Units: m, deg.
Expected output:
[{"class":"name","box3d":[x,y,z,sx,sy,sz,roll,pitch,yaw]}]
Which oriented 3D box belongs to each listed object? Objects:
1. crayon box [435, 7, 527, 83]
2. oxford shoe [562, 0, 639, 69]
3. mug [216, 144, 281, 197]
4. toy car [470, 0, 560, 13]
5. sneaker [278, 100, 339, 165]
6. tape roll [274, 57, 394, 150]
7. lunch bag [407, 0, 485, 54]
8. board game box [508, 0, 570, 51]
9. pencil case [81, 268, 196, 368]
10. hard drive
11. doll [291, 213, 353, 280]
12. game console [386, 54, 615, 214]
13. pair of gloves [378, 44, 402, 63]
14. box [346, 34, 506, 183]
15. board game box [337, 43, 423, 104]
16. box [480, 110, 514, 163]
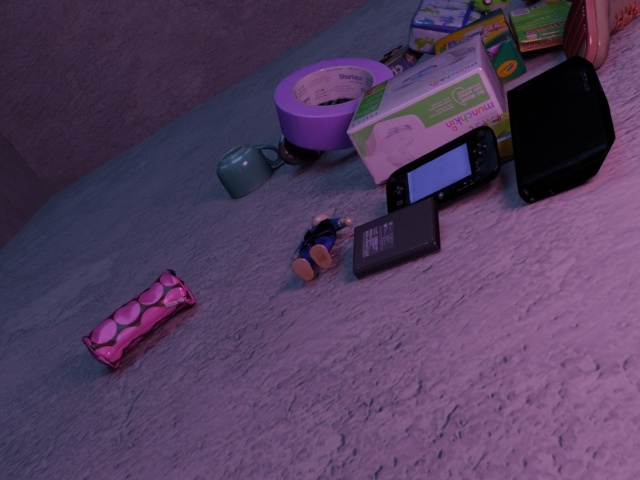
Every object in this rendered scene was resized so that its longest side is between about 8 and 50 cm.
[{"class":"crayon box","box3d":[0.336,-0.397,1.472,0.165,0.081,0.278,-24,24,21]},{"class":"oxford shoe","box3d":[0.519,-0.426,1.237,0.130,0.123,0.348,14,56,5]},{"class":"mug","box3d":[-0.191,-0.192,1.749,0.129,0.097,0.158,-3,37,52]},{"class":"toy car","box3d":[0.475,-0.589,1.664,0.225,0.053,0.239,-16,22,-3]},{"class":"sneaker","box3d":[-0.055,-0.251,1.721,0.162,0.106,0.281,-37,17,45]},{"class":"tape roll","box3d":[0.036,-0.317,1.567,0.275,0.090,0.275,-7,39,6]},{"class":"lunch bag","box3d":[0.319,-0.533,1.697,0.176,0.090,0.219,14,39,13]},{"class":"board game box","box3d":[0.464,-0.444,1.416,0.124,0.039,0.259,-8,26,14]},{"class":"pencil case","box3d":[-0.329,0.146,1.253,0.209,0.095,0.098,-41,39,-14]},{"class":"hard drive","box3d":[0.111,-0.004,1.008,0.135,0.022,0.094,-22,42,28]},{"class":"doll","box3d":[0.000,0.000,1.154,0.129,0.046,0.189,-37,14,16]},{"class":"game console","box3d":[0.246,-0.119,1.010,0.361,0.044,0.213,-27,39,33]},{"class":"pair of gloves","box3d":[0.173,-0.486,1.808,0.083,0.010,0.074,-43,14,-27]},{"class":"box","box3d":[0.204,-0.245,1.285,0.262,0.126,0.231,-22,23,24]},{"class":"board game box","box3d":[0.152,-0.424,1.776,0.243,0.042,0.165,-27,17,38]},{"class":"box","box3d":[0.333,-0.183,1.084,0.179,0.043,0.105,-22,26,22]}]
